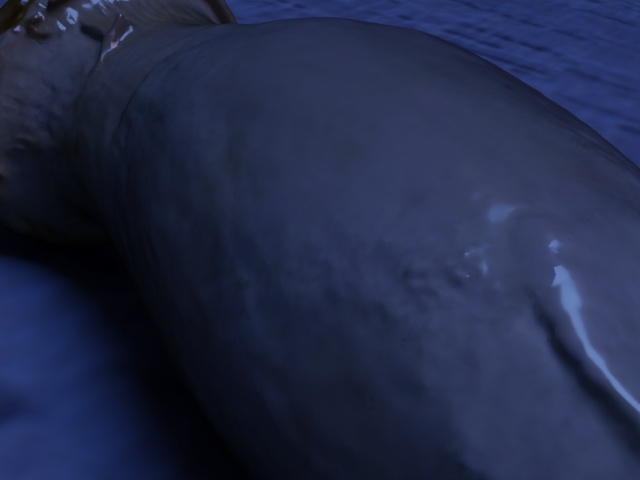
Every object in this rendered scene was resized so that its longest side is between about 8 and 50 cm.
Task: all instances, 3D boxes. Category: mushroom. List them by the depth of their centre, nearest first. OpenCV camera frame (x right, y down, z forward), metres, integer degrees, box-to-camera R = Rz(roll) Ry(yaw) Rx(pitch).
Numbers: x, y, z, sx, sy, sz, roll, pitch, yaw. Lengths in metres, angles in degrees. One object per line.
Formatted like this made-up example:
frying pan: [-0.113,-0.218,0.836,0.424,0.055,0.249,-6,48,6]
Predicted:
mushroom: [0.000,0.000,0.458,0.128,0.128,0.350,-3,21,-33]
